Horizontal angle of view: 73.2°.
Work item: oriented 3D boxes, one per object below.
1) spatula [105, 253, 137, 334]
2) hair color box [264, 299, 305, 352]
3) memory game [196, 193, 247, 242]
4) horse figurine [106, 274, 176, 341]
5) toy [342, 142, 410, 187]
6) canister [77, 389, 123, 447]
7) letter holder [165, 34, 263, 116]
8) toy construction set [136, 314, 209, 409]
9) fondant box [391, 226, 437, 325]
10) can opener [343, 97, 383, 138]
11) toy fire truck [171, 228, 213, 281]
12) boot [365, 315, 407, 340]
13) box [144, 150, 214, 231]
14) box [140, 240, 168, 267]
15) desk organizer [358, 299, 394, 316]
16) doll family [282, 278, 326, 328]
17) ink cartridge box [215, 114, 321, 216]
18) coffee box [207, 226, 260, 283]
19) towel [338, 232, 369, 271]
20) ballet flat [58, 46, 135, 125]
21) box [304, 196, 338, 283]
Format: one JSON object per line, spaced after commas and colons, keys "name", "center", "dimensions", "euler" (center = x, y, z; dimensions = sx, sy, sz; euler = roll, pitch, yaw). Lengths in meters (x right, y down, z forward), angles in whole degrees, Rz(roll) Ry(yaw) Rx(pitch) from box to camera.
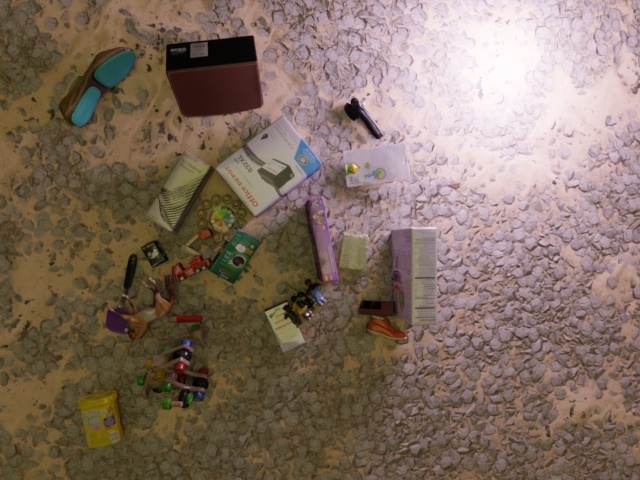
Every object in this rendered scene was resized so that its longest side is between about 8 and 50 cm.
{"name": "spatula", "center": [-0.707, 0.192, 1.552], "dimensions": [0.084, 0.030, 0.296], "euler": [13, 89, -3]}
{"name": "hair color box", "center": [-0.132, 0.317, 1.597], "dimensions": [0.093, 0.053, 0.167], "euler": [-24, 94, -5]}
{"name": "memory game", "center": [-0.365, -0.081, 1.592], "dimensions": [0.186, 0.012, 0.186], "euler": [0, 91, -5]}
{"name": "horse figurine", "center": [-0.611, 0.233, 1.518], "dimensions": [0.263, 0.066, 0.174], "euler": [-34, 108, -2]}
{"name": "toy", "center": [0.208, -0.282, 1.625], "dimensions": [0.238, 0.056, 0.136], "euler": [-8, 95, 0]}
{"name": "canister", "center": [-0.776, 0.634, 1.527], "dimensions": [0.126, 0.073, 0.169], "euler": [-9, 93, -5]}
{"name": "letter holder", "center": [-0.367, -0.577, 1.536], "dimensions": [0.302, 0.214, 0.151], "euler": [-8, 59, -5]}
{"name": "toy construction set", "center": [-0.531, 0.419, 1.495], "dimensions": [0.238, 0.257, 0.308], "euler": [-2, 70, 7]}
{"name": "fondant box", "center": [0.331, 0.119, 1.547], "dimensions": [0.096, 0.238, 0.330], "euler": [1, 90, -7]}
{"name": "can opener", "center": [0.172, -0.460, 1.628], "dimensions": [0.186, 0.073, 0.059], "euler": [45, 48, -7]}
{"name": "toy fire truck", "center": [-0.461, 0.052, 1.560], "dimensions": [0.192, 0.047, 0.135], "euler": [-26, 96, -2]}
{"name": "boot", "center": [0.258, 0.331, 1.633], "dimensions": [0.158, 0.059, 0.084], "euler": [15, 84, -4]}
{"name": "box", "center": [-0.499, -0.172, 1.538], "dimensions": [0.113, 0.094, 0.275], "euler": [29, 88, -5]}
{"name": "box", "center": [-0.594, 0.047, 1.546], "dimensions": [0.052, 0.062, 0.083], "euler": [-28, 93, -3]}
{"name": "desk organizer", "center": [0.210, 0.253, 1.610], "dimensions": [0.130, 0.047, 0.050], "euler": [0, 86, 17]}
{"name": "doll family", "center": [-0.060, 0.224, 1.580], "dimensions": [0.111, 0.076, 0.193], "euler": [53, 43, -8]}
{"name": "ink cartridge box", "center": [-0.186, -0.259, 1.550], "dimensions": [0.307, 0.129, 0.223], "euler": [-39, 94, -4]}
{"name": "coffee box", "center": [-0.313, 0.055, 1.561], "dimensions": [0.113, 0.040, 0.184], "euler": [34, 87, -35]}
{"name": "towel", "center": [0.125, 0.047, 1.633], "dimensions": [0.110, 0.027, 0.148], "euler": [5, 91, -5]}
{"name": "ballet flat", "center": [-0.799, -0.562, 1.513], "dimensions": [0.124, 0.116, 0.342], "euler": [37, 91, 15]}
{"name": "box", "center": [0.000, 0.000, 1.534], "dimensions": [0.057, 0.201, 0.293], "euler": [-11, 92, -5]}
